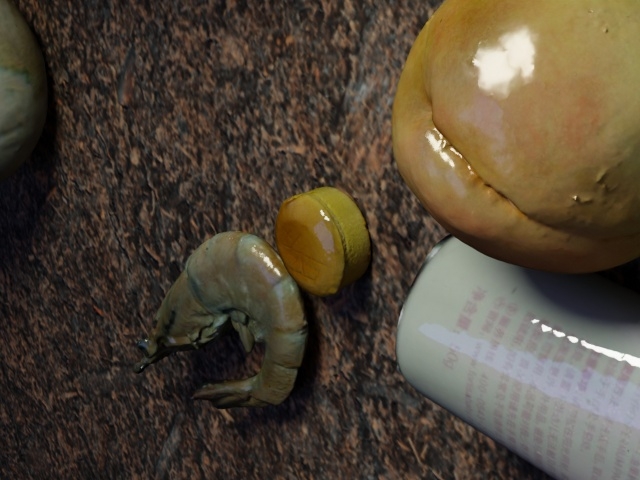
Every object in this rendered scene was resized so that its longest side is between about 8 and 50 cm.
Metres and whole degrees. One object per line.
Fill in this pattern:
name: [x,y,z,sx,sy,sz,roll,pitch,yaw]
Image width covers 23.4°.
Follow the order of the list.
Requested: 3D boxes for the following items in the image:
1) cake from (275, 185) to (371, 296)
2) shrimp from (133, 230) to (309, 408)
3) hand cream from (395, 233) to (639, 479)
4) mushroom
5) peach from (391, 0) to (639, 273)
cake: [0.000,0.000,1.187,0.084,0.044,0.084,31,132,42]
shrimp: [-0.077,0.086,1.330,0.145,0.059,0.254,50,137,11]
hand cream: [0.205,0.109,0.918,0.358,0.118,0.185,30,128,34]
mushroom: [-0.383,-0.168,1.522,0.243,0.243,0.243,29,129,44]
peach: [0.128,-0.070,0.859,0.184,0.184,0.184,29,129,44]
